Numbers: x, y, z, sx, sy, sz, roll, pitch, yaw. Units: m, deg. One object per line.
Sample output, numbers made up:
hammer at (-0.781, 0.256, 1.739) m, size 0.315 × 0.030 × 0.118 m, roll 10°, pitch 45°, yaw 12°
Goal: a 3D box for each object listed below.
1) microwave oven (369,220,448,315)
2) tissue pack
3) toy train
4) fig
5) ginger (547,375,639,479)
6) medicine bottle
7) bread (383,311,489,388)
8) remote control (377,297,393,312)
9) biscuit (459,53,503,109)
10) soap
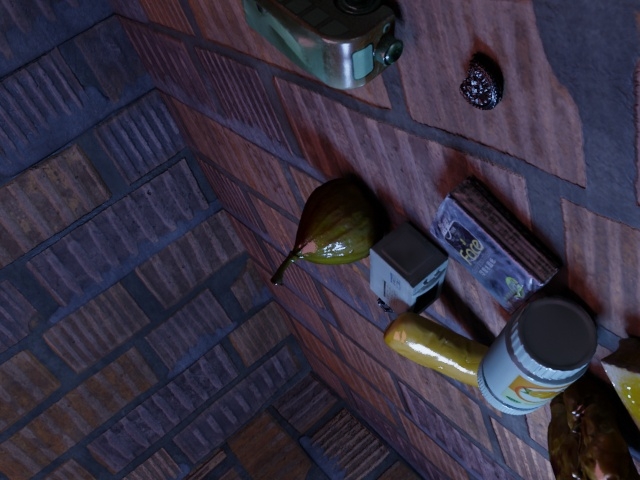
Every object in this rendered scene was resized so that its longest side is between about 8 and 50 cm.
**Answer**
microwave oven at (0.207, 0.076, 1.566) m, size 0.162 × 0.122 × 0.208 m, roll 45°, pitch 162°, yaw 25°
tissue pack at (0.316, 0.013, 1.222) m, size 0.235 × 0.073 × 0.173 m, roll 48°, pitch 162°, yaw 14°
toy train at (-0.005, -0.383, 1.124) m, size 0.326 × 0.159 × 0.129 m, roll 43°, pitch 163°, yaw 25°
fig at (0.000, 0.000, 1.617) m, size 0.217 × 0.321 × 0.217 m, roll 42°, pitch 156°, yaw 23°
ginger at (0.516, 0.416, 1.255) m, size 0.357 × 0.153 × 0.274 m, roll -53°, pitch -57°, yaw -74°
medicine bottle at (0.410, 0.227, 1.266) m, size 0.158 × 0.158 × 0.318 m, roll 46°, pitch 163°, yaw 21°
bread at (0.298, 0.268, 1.565) m, size 0.305 × 0.091 × 0.142 m, roll 24°, pitch 158°, yaw -4°
remote control at (0.222, 0.189, 1.927) m, size 0.059 × 0.028 × 0.212 m, roll 55°, pitch 164°, yaw -4°
biscuit at (0.239, -0.237, 0.990) m, size 0.089 × 0.027 × 0.087 m, roll 57°, pitch 162°, yaw -19°
soap at (0.582, 0.285, 1.058) m, size 0.257 × 0.080 × 0.160 m, roll 57°, pitch 164°, yaw -13°
